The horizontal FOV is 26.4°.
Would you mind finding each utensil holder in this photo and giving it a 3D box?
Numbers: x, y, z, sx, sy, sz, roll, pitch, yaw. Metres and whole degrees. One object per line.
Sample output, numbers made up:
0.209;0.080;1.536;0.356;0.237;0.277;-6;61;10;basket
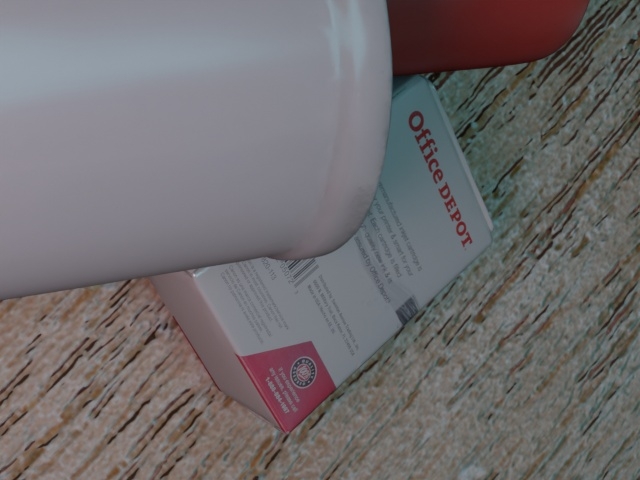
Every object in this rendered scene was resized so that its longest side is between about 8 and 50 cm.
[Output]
-0.193;-0.119;0.936;0.385;0.327;0.327;-10;101;-26;utensil holder

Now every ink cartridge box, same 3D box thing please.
0.000;0.000;1.237;0.283;0.117;0.207;-42;126;-20;ink cartridge box

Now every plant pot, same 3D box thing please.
0.053;-0.251;1.138;0.243;0.275;0.275;-18;104;-22;plant pot

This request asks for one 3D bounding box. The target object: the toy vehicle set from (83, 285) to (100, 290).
-0.213;-0.111;1.169;0.166;0.035;0.267;-41;114;-19;toy vehicle set
